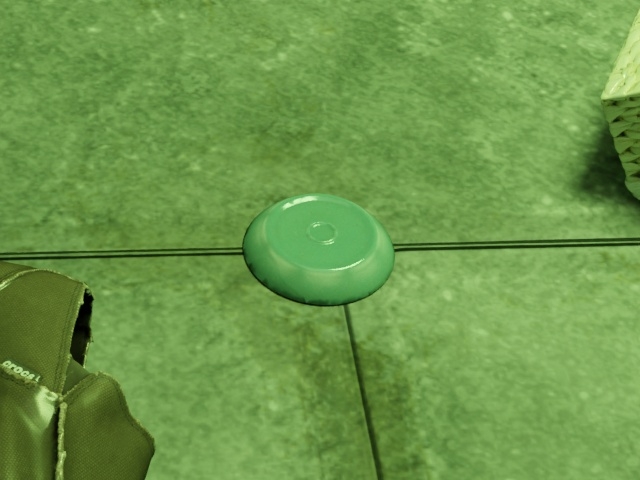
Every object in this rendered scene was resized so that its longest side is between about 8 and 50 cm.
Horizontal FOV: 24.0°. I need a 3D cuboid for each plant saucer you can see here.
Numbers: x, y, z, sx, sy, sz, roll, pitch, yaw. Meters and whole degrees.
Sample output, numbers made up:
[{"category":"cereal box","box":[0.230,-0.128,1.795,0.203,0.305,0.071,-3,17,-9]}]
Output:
[{"category":"plant saucer","box":[0.000,0.000,1.172,0.119,0.021,0.119,4,43,-4]}]

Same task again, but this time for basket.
[{"category":"basket","box":[0.313,-0.127,1.260,0.113,0.103,0.167,-8,35,33]}]

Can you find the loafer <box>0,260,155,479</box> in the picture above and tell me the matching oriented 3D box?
[{"category":"loafer","box":[-0.163,0.134,0.928,0.130,0.134,0.366,-8,46,-15]}]
